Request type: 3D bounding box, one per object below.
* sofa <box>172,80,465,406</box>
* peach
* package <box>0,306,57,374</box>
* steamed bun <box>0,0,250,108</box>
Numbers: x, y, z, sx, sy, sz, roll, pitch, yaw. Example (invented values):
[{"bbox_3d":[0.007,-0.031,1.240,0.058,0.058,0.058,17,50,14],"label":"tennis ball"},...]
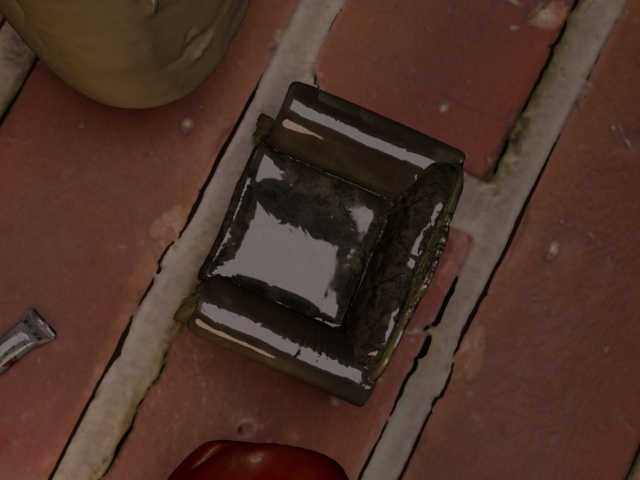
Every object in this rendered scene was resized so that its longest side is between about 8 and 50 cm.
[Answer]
[{"bbox_3d":[0.000,0.000,1.675,0.200,0.182,0.258,24,77,-2],"label":"sofa"},{"bbox_3d":[-0.057,0.290,1.610,0.190,0.196,0.226,1,79,29],"label":"peach"},{"bbox_3d":[-0.297,0.109,1.697,0.110,0.015,0.037,-41,81,-15],"label":"package"},{"bbox_3d":[-0.195,-0.381,1.634,0.290,0.371,0.455,9,71,9],"label":"steamed bun"}]
